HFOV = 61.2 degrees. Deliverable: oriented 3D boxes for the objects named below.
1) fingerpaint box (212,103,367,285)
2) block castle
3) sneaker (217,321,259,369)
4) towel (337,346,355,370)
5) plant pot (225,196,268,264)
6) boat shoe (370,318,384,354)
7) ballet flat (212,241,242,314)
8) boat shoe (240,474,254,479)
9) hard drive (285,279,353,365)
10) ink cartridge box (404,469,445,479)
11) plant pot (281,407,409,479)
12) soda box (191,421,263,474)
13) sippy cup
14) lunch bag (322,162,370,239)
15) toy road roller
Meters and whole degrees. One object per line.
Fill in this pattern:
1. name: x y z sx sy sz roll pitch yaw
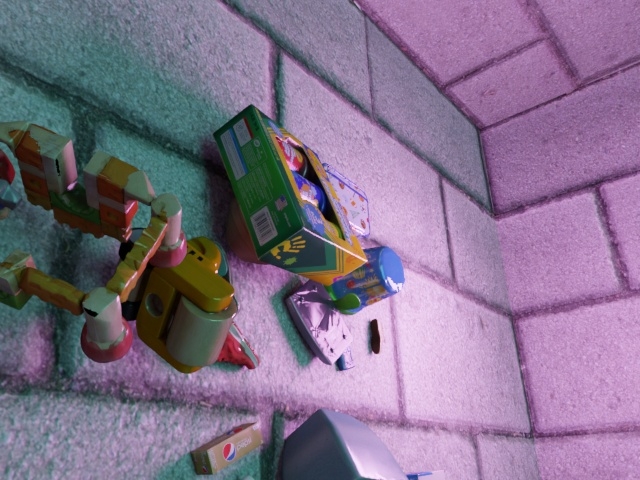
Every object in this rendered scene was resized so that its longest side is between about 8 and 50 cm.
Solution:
1. fingerpaint box: -0.082 -0.124 1.583 0.371 0.163 0.444 28 34 -56
2. block castle: -0.495 -0.006 0.962 0.454 0.212 0.302 23 53 -1
3. sneaker: -0.252 0.290 1.407 0.128 0.087 0.221 -37 129 -16
4. towel: 0.078 0.377 1.822 0.067 0.029 0.119 1 73 -52
5. plant pot: -0.195 -0.015 1.550 0.237 0.110 0.237 49 19 -24
6. boat shoe: 0.216 0.356 1.996 0.045 0.050 0.135 26 54 -38
7. ballet flat: -0.268 0.107 1.476 0.068 0.072 0.213 9 65 -81
8. boat shoe: -0.122 0.703 1.340 0.276 0.098 0.096 60 37 -12
9. hard drive: -0.005 0.257 1.730 0.254 0.054 0.172 59 39 -6
10. ink cartridge box: 0.256 0.812 1.674 0.171 0.233 0.168 20 57 -47
11. plant pot: 0.042 0.609 1.473 0.247 0.248 0.252 30 21 -42
12. soda box: -0.226 0.508 1.328 0.181 0.061 0.058 -9 81 -54
13. sippy cup: 0.162 0.125 1.887 0.240 0.224 0.305 33 50 -40
14. lunch bag: 0.062 -0.141 1.982 0.303 0.115 0.243 32 48 -42
15. toy road roller: -0.294 0.107 1.205 0.330 0.202 0.241 35 27 21
